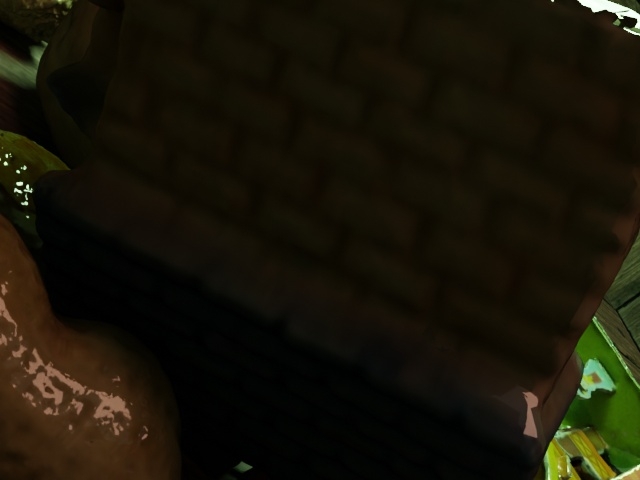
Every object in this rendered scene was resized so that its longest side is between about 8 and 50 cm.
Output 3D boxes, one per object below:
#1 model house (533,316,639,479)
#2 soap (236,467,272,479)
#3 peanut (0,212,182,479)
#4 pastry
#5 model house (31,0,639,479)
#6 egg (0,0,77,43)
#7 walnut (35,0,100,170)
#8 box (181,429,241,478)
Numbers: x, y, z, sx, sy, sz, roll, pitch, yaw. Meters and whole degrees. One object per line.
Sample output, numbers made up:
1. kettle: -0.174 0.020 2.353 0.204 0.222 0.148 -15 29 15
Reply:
1. model house: 0.222 0.243 1.260 0.313 0.242 0.357 13 45 -60
2. soap: 0.105 0.308 1.004 0.359 0.128 0.233 58 19 16
3. peanut: -0.171 0.090 0.717 0.253 0.137 0.122 49 -25 -15
4. pastry: -0.220 -0.020 0.880 0.153 0.081 0.153 42 24 -24
5. model house: 0.026 -0.024 0.858 0.395 0.400 0.445 22 16 13
6. egg: -0.267 -0.248 1.162 0.116 0.118 0.140 13 4 35
7. walnut: -0.116 -0.126 1.111 0.273 0.227 0.273 51 18 -23
8. box: -0.101 0.092 1.048 0.132 0.034 0.235 48 18 -13
